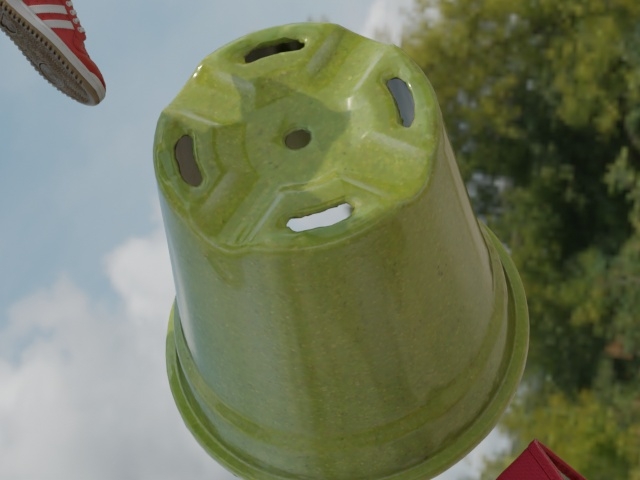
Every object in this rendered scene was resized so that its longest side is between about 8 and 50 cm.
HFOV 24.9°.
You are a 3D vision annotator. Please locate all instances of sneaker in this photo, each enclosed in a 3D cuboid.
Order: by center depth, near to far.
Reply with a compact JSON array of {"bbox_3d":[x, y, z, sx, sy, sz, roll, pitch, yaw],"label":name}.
[{"bbox_3d":[-0.156,-0.139,0.860,0.067,0.118,0.042,-46,6,-29],"label":"sneaker"}]

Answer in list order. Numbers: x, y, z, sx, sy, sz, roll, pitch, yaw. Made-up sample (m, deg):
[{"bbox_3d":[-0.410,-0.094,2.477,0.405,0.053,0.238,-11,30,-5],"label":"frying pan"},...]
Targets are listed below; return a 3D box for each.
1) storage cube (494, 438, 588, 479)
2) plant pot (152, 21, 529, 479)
[{"bbox_3d":[0.149,0.271,0.836,0.193,0.183,0.215,-48,25,7],"label":"storage cube"},{"bbox_3d":[0.000,0.000,0.981,0.254,0.276,0.276,75,-155,-55],"label":"plant pot"}]
